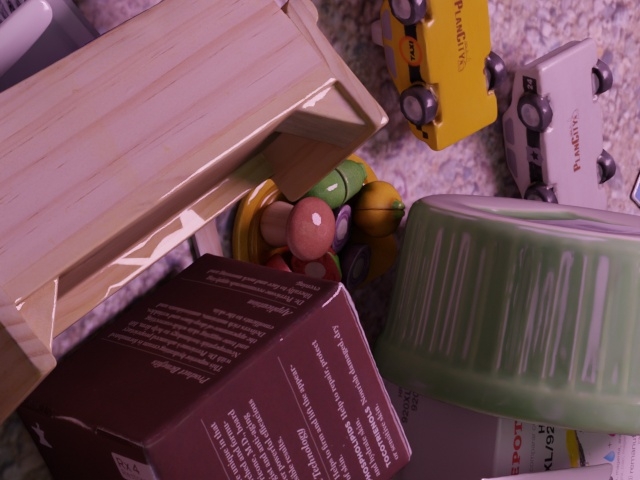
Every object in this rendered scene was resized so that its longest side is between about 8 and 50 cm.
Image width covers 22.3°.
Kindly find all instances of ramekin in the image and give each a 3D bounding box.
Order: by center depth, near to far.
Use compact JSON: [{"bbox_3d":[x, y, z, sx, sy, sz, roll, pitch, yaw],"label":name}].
[{"bbox_3d":[0.200,0.052,1.354,0.303,0.303,0.148,1,100,-45],"label":"ramekin"}]

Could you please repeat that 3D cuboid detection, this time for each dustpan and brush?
[{"bbox_3d":[-0.236,-0.109,1.096,0.211,0.060,0.147,-53,128,-20],"label":"dustpan and brush"}]

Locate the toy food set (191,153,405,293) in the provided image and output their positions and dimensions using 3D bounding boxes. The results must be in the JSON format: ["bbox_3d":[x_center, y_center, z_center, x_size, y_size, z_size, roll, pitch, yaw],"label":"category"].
[{"bbox_3d":[0.000,0.000,1.334,0.218,0.071,0.128,-21,108,-41],"label":"toy food set"}]

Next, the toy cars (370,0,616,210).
[{"bbox_3d":[0.153,-0.141,1.466,0.394,0.087,0.176,33,83,-46],"label":"toy cars"}]

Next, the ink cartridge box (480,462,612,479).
[{"bbox_3d":[0.159,0.363,1.296,0.207,0.119,0.353,2,113,-46],"label":"ink cartridge box"}]

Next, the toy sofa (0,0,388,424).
[{"bbox_3d":[-0.143,-0.043,1.131,0.177,0.150,0.362,51,55,1],"label":"toy sofa"}]

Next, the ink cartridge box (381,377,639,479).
[{"bbox_3d":[0.162,0.202,1.446,0.233,0.168,0.171,1,96,-44],"label":"ink cartridge box"}]

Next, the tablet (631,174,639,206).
[{"bbox_3d":[0.357,-0.069,1.726,0.054,0.006,0.083,38,67,-40],"label":"tablet"}]

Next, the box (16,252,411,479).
[{"bbox_3d":[-0.076,0.138,1.197,0.203,0.168,0.167,-38,121,-30],"label":"box"}]
